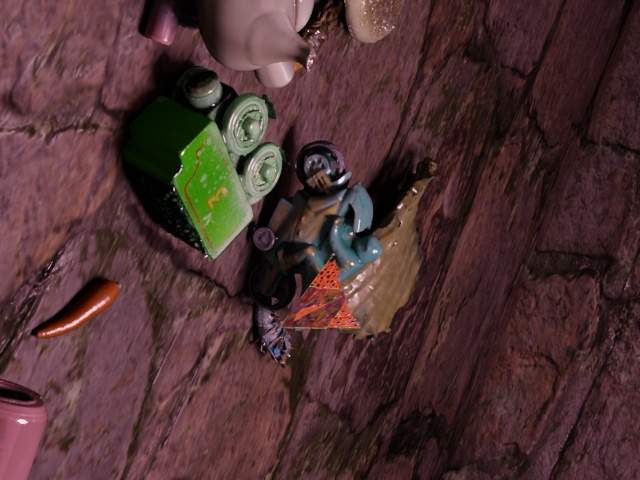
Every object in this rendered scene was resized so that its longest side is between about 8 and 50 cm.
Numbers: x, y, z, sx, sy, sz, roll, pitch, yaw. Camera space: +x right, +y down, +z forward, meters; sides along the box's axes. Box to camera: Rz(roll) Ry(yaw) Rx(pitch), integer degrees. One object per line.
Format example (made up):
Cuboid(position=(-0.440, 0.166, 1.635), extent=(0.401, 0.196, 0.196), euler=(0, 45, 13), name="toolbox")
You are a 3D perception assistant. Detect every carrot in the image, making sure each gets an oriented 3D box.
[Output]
Cuboid(position=(-0.305, 0.090, 1.281), extent=(0.142, 0.035, 0.035), euler=(-39, 141, -40), name="carrot")

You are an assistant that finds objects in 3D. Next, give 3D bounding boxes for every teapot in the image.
Cuboid(position=(-0.089, -0.310, 1.279), extent=(0.318, 0.149, 0.220), euler=(-155, -122, -79), name="teapot")

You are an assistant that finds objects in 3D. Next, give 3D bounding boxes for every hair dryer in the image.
Cuboid(position=(-0.448, 0.242, 1.026), extent=(0.352, 0.125, 0.210), euler=(21, 88, -58), name="hair dryer")
Cuboid(position=(-0.178, -0.275, 1.271), extent=(0.114, 0.037, 0.063), euler=(-3, 113, -70), name="hair dryer")

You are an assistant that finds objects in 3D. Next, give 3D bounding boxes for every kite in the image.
Cuboid(position=(-0.010, 0.111, 1.593), extent=(0.125, 0.008, 0.222), euler=(-25, 142, -3), name="kite")

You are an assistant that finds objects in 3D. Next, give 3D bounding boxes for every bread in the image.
Cuboid(position=(0.107, -0.453, 1.663), extent=(0.267, 0.040, 0.267), euler=(16, 90, -71), name="bread")

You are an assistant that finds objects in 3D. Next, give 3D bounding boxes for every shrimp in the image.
Cuboid(position=(-0.086, 0.145, 1.739), extent=(0.082, 0.076, 0.174), euler=(-108, -165, -60), name="shrimp")
Cuboid(position=(-0.028, -0.338, 1.507), extent=(0.217, 0.051, 0.150), euler=(-48, 139, -40), name="shrimp")

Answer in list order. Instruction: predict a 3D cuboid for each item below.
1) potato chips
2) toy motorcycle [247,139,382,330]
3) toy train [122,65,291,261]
Cuboid(position=(0.133, 0.028, 2.029), extent=(0.389, 0.097, 0.373), euler=(-47, 152, -42), name="potato chips")
Cuboid(position=(-0.001, 0.002, 1.617), extent=(0.297, 0.198, 0.109), euler=(-62, 162, 17), name="toy motorcycle")
Cuboid(position=(-0.152, -0.106, 1.338), extent=(0.188, 0.132, 0.243), euler=(-49, 148, -22), name="toy train")
